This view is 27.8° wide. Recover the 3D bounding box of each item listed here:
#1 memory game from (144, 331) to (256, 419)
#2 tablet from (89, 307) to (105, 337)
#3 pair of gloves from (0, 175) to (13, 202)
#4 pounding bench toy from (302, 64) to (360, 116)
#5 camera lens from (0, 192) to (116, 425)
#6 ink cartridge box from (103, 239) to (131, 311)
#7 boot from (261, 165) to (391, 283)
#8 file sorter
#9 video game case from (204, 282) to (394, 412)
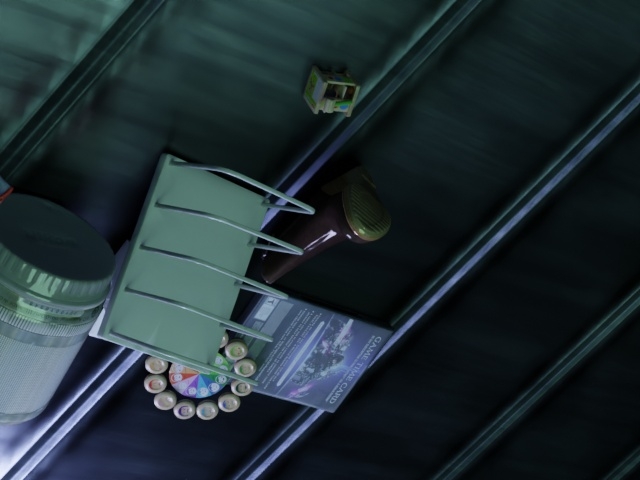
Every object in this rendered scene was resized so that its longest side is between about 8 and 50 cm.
[{"bbox_3d":[-0.195,0.217,2.094,0.186,0.012,0.186,-4,121,-7],"label":"memory game"},{"bbox_3d":[-0.316,0.120,1.995,0.054,0.006,0.083,18,116,-34],"label":"tablet"},{"bbox_3d":[-0.494,-0.064,1.683,0.198,0.159,0.023,-44,162,11],"label":"pair of gloves"},{"bbox_3d":[0.024,-0.205,1.844,0.065,0.083,0.052,4,123,-26],"label":"pounding bench toy"},{"bbox_3d":[-0.430,0.101,1.784,0.219,0.219,0.274,17,117,-34],"label":"camera lens"},{"bbox_3d":[-0.260,0.073,1.926,0.143,0.092,0.090,25,112,-37],"label":"ink cartridge box"},{"bbox_3d":[0.000,0.000,1.894,0.207,0.248,0.090,-43,104,14],"label":"boot"},{"bbox_3d":[-0.150,0.043,1.822,0.193,0.173,0.278,24,81,-37],"label":"file sorter"},{"bbox_3d":[-0.033,0.184,2.161,0.274,0.026,0.196,20,115,-35],"label":"video game case"}]
